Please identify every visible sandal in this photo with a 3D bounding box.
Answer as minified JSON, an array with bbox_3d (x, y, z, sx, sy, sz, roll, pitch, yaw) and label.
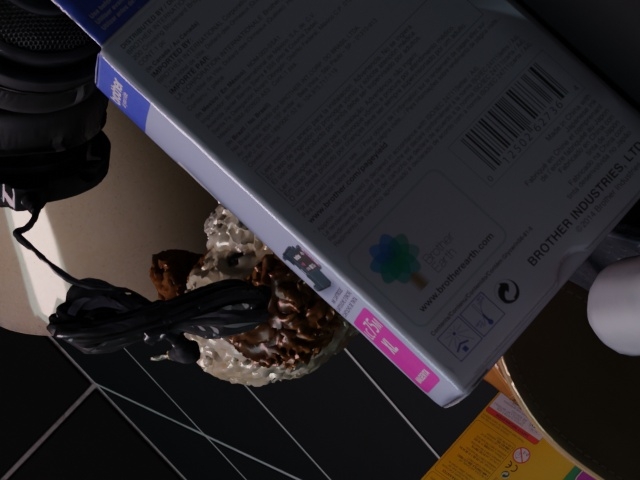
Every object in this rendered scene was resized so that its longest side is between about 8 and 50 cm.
[{"bbox_3d":[0.180,0.118,1.124,0.240,0.088,0.079,40,159,-6],"label":"sandal"}]

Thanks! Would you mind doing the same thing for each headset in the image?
[{"bbox_3d":[-0.153,-0.106,1.136,0.243,0.185,0.394,113,148,-52],"label":"headset"}]

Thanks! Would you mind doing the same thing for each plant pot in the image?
[{"bbox_3d":[-0.178,-0.112,1.401,0.256,0.256,0.274,24,138,52],"label":"plant pot"}]

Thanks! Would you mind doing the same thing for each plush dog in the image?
[{"bbox_3d":[0.000,0.000,1.213,0.210,0.225,0.262,47,164,-12],"label":"plush dog"}]

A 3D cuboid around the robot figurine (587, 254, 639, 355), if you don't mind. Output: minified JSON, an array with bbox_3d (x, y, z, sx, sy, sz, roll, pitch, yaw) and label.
[{"bbox_3d":[0.261,0.074,0.790,0.300,0.200,0.353,26,166,-8],"label":"robot figurine"}]

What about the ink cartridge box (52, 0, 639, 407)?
[{"bbox_3d":[0.017,-0.082,1.022,0.311,0.186,0.065,43,163,2],"label":"ink cartridge box"}]

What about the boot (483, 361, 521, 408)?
[{"bbox_3d":[0.124,0.066,1.301,0.197,0.073,0.152,33,180,13],"label":"boot"}]

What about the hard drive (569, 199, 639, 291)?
[{"bbox_3d":[0.217,0.062,1.153,0.255,0.054,0.172,52,163,-28],"label":"hard drive"}]

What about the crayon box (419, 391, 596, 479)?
[{"bbox_3d":[0.217,0.214,1.350,0.278,0.165,0.081,34,162,33],"label":"crayon box"}]
